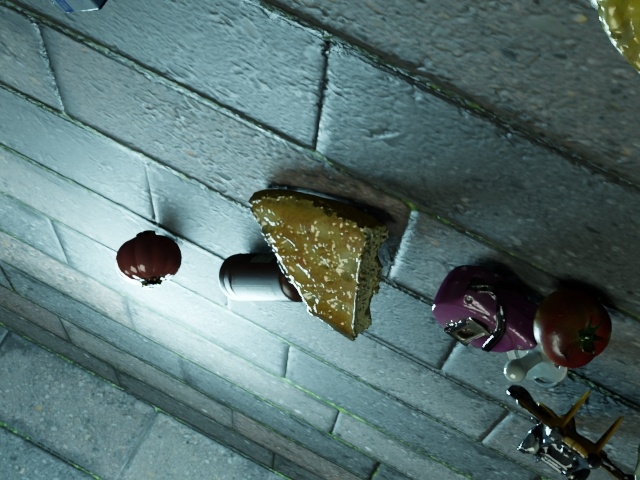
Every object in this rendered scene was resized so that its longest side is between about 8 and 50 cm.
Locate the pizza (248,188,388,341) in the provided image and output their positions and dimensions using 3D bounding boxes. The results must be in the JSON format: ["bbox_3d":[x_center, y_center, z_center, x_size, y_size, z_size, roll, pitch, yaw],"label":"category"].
[{"bbox_3d":[0.004,0.008,1.388,0.204,0.080,0.188,29,138,31],"label":"pizza"}]

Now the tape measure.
[{"bbox_3d":[0.195,0.083,1.294,0.118,0.074,0.125,34,157,-9],"label":"tape measure"}]

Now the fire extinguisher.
[{"bbox_3d":[-0.046,0.053,1.563,0.099,0.071,0.231,10,172,-38],"label":"fire extinguisher"}]

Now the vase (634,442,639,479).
[{"bbox_3d":[0.530,0.271,1.197,0.360,0.165,0.165,-3,142,49],"label":"vase"}]

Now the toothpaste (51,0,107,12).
[{"bbox_3d":[-0.301,-0.327,1.036,0.066,0.053,0.272,9,150,43],"label":"toothpaste"}]

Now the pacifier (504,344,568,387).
[{"bbox_3d":[0.261,0.155,1.365,0.099,0.078,0.082,-5,107,54],"label":"pacifier"}]

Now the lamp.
[{"bbox_3d":[-0.275,0.031,1.758,0.107,0.092,0.107,-7,165,-2],"label":"lamp"}]

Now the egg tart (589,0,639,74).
[{"bbox_3d":[0.257,-0.149,0.676,0.231,0.098,0.252,7,146,38],"label":"egg tart"}]

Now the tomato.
[{"bbox_3d":[0.275,0.095,1.213,0.087,0.087,0.075,41,180,-27],"label":"tomato"}]

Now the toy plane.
[{"bbox_3d":[0.319,0.267,1.469,0.204,0.103,0.316,38,171,9],"label":"toy plane"}]
